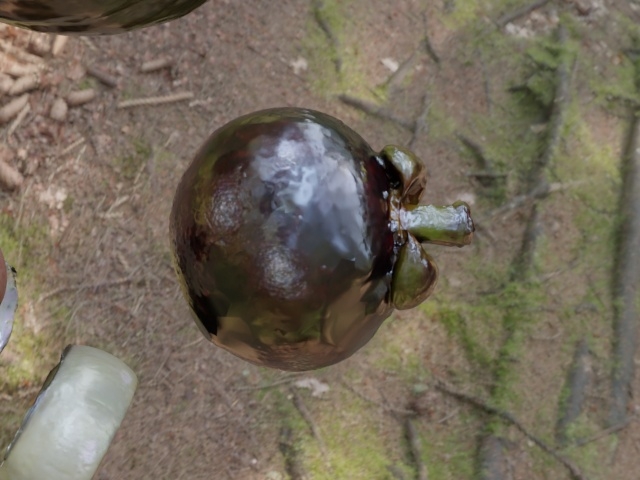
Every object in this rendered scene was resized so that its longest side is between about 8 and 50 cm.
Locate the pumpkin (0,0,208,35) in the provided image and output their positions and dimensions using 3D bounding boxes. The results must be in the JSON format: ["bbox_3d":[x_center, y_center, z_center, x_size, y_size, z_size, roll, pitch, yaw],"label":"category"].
[{"bbox_3d":[-0.149,-0.159,0.333,0.312,0.148,0.169,40,12,-34],"label":"pumpkin"}]

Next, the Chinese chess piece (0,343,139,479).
[{"bbox_3d":[-0.312,0.243,1.046,0.103,0.250,0.250,31,53,-10],"label":"Chinese chess piece"}]

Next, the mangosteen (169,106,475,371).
[{"bbox_3d":[-0.018,0.005,0.979,0.293,0.297,0.297,26,46,27],"label":"mangosteen"}]

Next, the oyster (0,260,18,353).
[{"bbox_3d":[-0.454,0.116,1.121,0.081,0.163,0.191,14,62,11],"label":"oyster"}]

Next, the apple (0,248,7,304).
[{"bbox_3d":[-0.390,0.029,0.869,0.153,0.120,0.153,4,51,-5],"label":"apple"}]
